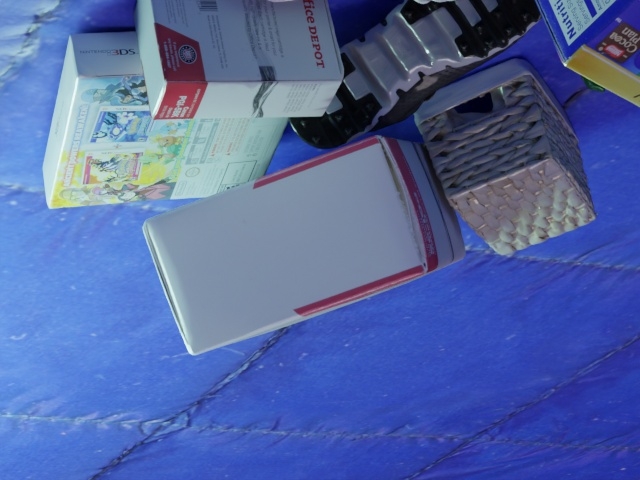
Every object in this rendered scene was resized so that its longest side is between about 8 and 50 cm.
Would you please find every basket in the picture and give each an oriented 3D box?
[{"bbox_3d":[0.166,-0.069,1.485,0.113,0.103,0.167,-22,152,16],"label":"basket"}]

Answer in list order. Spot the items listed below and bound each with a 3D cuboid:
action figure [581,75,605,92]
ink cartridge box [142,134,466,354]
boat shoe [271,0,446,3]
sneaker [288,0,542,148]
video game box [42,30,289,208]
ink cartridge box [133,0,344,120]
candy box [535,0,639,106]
[{"bbox_3d":[0.303,-0.188,1.350,0.232,0.063,0.137,-34,149,30],"label":"action figure"},{"bbox_3d":[0.000,0.000,1.409,0.207,0.117,0.283,-20,177,11],"label":"ink cartridge box"},{"bbox_3d":[0.076,-0.212,1.162,0.277,0.096,0.098,-18,155,12],"label":"boat shoe"},{"bbox_3d":[0.081,-0.151,1.320,0.234,0.078,0.106,-33,178,7],"label":"sneaker"},{"bbox_3d":[-0.122,-0.098,1.362,0.187,0.048,0.205,-7,154,-20],"label":"video game box"},{"bbox_3d":[-0.061,-0.143,1.236,0.135,0.099,0.056,-2,152,-20],"label":"ink cartridge box"},{"bbox_3d":[0.336,-0.201,1.089,0.268,0.122,0.317,22,130,-33],"label":"candy box"}]
